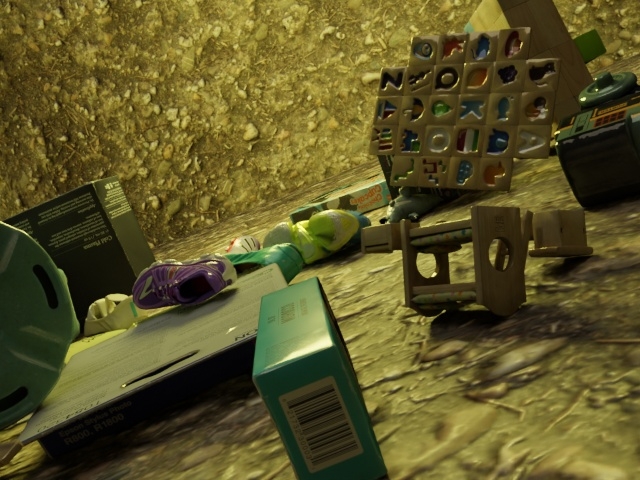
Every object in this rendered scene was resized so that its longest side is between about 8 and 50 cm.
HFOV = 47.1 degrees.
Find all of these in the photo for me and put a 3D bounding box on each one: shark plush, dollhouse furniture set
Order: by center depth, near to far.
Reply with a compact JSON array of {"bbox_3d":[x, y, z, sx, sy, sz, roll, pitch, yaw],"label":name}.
[{"bbox_3d":[0.162,0.028,0.776,0.161,0.101,0.182,1,-6,-32],"label":"dollhouse furniture set"},{"bbox_3d":[0.154,-0.054,1.326,0.067,0.073,0.161,19,27,30],"label":"shark plush"}]

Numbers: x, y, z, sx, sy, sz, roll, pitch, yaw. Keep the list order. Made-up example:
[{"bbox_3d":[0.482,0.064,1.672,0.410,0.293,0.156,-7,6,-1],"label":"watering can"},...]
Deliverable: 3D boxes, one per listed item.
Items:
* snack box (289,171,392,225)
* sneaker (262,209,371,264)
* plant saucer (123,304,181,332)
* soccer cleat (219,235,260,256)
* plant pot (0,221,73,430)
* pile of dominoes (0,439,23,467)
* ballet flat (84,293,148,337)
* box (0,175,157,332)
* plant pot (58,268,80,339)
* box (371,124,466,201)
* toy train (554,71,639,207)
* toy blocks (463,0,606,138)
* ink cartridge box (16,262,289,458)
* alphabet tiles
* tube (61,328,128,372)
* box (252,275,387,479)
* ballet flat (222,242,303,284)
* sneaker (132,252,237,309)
[{"bbox_3d":[0.101,-0.110,1.776,0.322,0.060,0.187,-18,10,32],"label":"snack box"},{"bbox_3d":[0.000,0.000,1.361,0.126,0.091,0.240,-6,-5,-41],"label":"sneaker"},{"bbox_3d":[-0.252,0.146,1.177,0.188,0.045,0.188,-22,9,5],"label":"plant saucer"},{"bbox_3d":[-0.164,0.049,1.503,0.095,0.083,0.248,11,14,16],"label":"soccer cleat"},{"bbox_3d":[-0.495,0.123,0.892,0.334,0.341,0.341,-20,8,42],"label":"plant pot"},{"bbox_3d":[-0.393,0.289,0.700,0.251,0.040,0.196,-22,22,37],"label":"pile of dominoes"},{"bbox_3d":[-0.424,0.150,1.493,0.086,0.086,0.248,-30,11,-40],"label":"ballet flat"},{"bbox_3d":[-0.599,0.056,1.758,0.343,0.312,0.179,-22,8,6],"label":"box"},{"bbox_3d":[-0.661,0.163,1.552,0.252,0.248,0.247,-16,4,-30],"label":"plant pot"},{"bbox_3d":[0.231,-0.175,1.485,0.142,0.163,0.247,-14,12,30],"label":"box"},{"bbox_3d":[0.445,-0.147,0.888,0.334,0.142,0.190,-15,24,35],"label":"toy train"},{"bbox_3d":[0.397,-0.327,1.429,0.190,0.381,0.261,-25,-3,-6],"label":"toy blocks"},{"bbox_3d":[-0.175,0.147,0.900,0.324,0.071,0.330,-24,12,-4],"label":"ink cartridge box"},{"bbox_3d":[0.245,-0.232,1.304,0.342,0.285,0.011,6,-5,34],"label":"alphabet tiles"},{"bbox_3d":[-0.411,0.196,1.262,0.070,0.062,0.240,18,8,3],"label":"tube"},{"bbox_3d":[-0.006,0.105,0.594,0.060,0.100,0.244,-22,9,0],"label":"box"},{"bbox_3d":[-0.135,0.065,1.273,0.247,0.083,0.087,-18,24,45],"label":"ballet flat"},{"bbox_3d":[-0.199,0.062,1.015,0.170,0.068,0.071,-18,18,27],"label":"sneaker"}]
